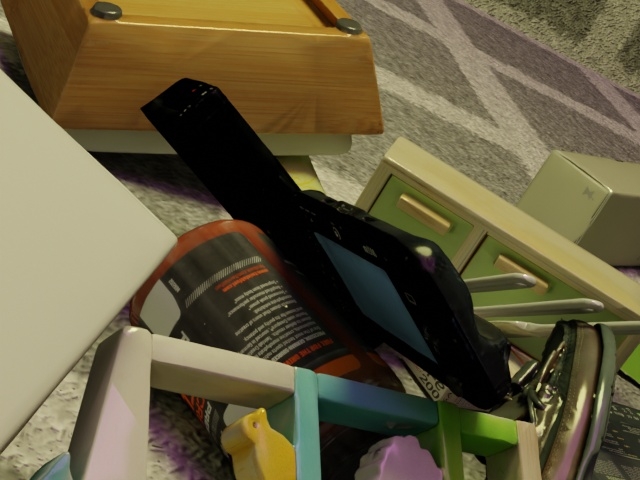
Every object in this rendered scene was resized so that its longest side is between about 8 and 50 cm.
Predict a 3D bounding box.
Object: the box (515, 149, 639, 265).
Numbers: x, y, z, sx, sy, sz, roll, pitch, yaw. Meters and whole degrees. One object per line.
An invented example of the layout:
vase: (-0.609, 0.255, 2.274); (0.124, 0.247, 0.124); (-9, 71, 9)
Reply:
box: (0.353, -0.035, 1.404); (0.275, 0.113, 0.094); (4, 34, -51)

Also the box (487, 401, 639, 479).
box: (0.250, 0.198, 0.833); (0.232, 0.059, 0.183); (17, 24, -32)

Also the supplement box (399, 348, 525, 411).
supplement box: (0.118, 0.101, 0.898); (0.098, 0.036, 0.062); (15, 26, -38)

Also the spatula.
spatula: (0.131, 0.054, 0.848); (0.168, 0.019, 0.242); (18, -12, -22)

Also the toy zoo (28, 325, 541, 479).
toy zoo: (-0.009, 0.151, 0.508); (0.293, 0.030, 0.192); (17, 58, -32)

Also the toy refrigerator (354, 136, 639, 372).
toy refrigerator: (0.152, 0.027, 1.016); (0.269, 0.102, 0.094); (33, 22, 2)

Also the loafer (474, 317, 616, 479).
loafer: (0.123, 0.135, 0.695); (0.084, 0.096, 0.268); (19, 42, 6)

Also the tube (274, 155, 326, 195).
tube: (-0.032, -0.048, 0.996); (0.062, 0.070, 0.240); (55, 10, -34)

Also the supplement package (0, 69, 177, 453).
supplement package: (-0.200, 0.042, 0.379); (0.175, 0.177, 0.293); (44, 21, -7)

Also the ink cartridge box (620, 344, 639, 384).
ink cartridge box: (0.396, 0.110, 1.164); (0.255, 0.097, 0.189); (35, 22, 6)

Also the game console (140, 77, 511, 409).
game console: (0.000, 0.000, 0.704); (0.213, 0.044, 0.361); (50, -8, -22)

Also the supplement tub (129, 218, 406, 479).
supplement tub: (-0.022, 0.083, 0.664); (0.106, 0.106, 0.198); (4, 34, -49)

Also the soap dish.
soap dish: (-0.111, -0.174, 0.995); (0.290, 0.118, 0.229); (-2, 35, -26)
